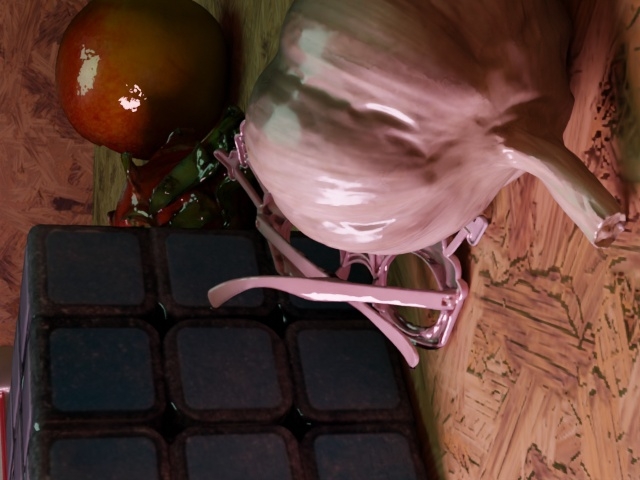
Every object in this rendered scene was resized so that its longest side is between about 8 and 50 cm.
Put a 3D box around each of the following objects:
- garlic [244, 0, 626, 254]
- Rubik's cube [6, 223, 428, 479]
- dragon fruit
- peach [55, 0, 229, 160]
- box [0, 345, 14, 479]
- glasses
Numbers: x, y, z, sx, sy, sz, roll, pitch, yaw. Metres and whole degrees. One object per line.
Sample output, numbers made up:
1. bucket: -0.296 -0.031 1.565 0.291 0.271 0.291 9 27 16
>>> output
1. garlic: 0.086 -0.071 0.692 0.212 0.218 0.219 31 127 27
2. Rubik's cube: -0.106 0.192 1.028 0.304 0.301 0.305 110 154 -45
3. dragon fruit: -0.159 -0.028 1.436 0.269 0.198 0.200 -41 29 58
4. peach: -0.229 -0.218 1.587 0.231 0.231 0.231 -179 90 -73
5. box: -0.240 0.329 1.447 0.300 0.312 0.314 -111 28 -49
6. glasses: 0.004 -0.008 0.890 0.255 0.095 0.162 21 118 33
